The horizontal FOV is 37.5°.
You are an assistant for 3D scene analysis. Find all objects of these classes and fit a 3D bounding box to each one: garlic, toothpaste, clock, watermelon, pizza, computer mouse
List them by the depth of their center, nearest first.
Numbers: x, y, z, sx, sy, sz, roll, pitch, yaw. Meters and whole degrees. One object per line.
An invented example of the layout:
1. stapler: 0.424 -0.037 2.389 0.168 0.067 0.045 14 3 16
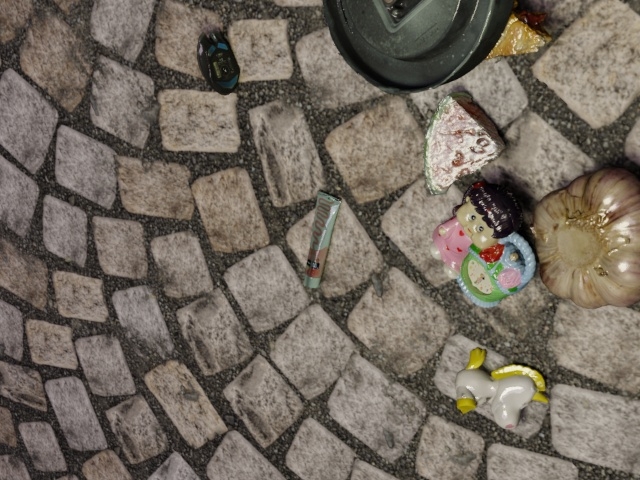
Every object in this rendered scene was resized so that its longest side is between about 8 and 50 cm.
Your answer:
1. garlic: 0.470 -0.006 1.557 0.245 0.161 0.244 18 114 49
2. pizza: 0.302 -0.354 1.562 0.194 0.069 0.154 26 119 33
3. clock: 0.154 -0.440 1.577 0.386 0.076 0.386 15 112 42
4. clock: 0.298 0.007 1.662 0.194 0.100 0.195 54 150 15
5. watermelon: 0.260 -0.167 1.680 0.139 0.071 0.187 15 108 20
6. computer mouse: -0.212 -0.357 1.900 0.047 0.079 0.135 -2 112 45
7. toothpaste: 0.000 0.000 1.935 0.056 0.036 0.205 23 116 26

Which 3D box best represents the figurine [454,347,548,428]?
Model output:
1. figurine: 0.343 0.289 1.798 0.178 0.109 0.129 18 96 23
